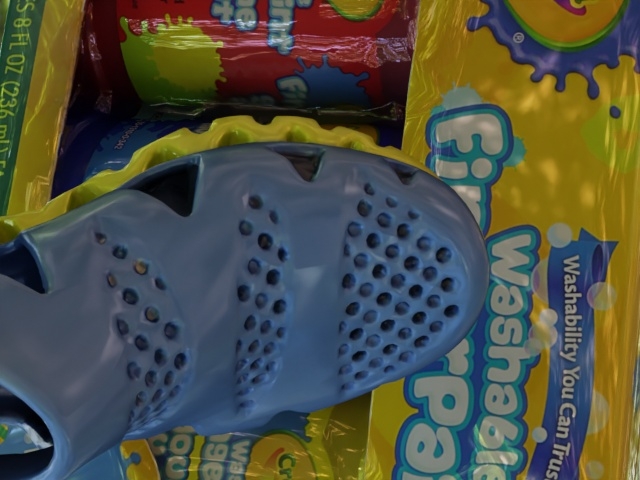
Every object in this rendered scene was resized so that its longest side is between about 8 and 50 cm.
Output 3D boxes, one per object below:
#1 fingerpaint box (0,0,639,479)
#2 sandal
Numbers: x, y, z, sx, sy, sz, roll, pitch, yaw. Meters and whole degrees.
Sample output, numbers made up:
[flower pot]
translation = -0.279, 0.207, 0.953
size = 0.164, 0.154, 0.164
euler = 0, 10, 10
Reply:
[fingerpaint box]
translation = 0.000, 0.000, 0.734
size = 0.371, 0.444, 0.163
euler = 4, 169, 19
[sandal]
translation = -0.090, 0.040, 0.450
size = 0.317, 0.126, 0.138
euler = -10, -154, -9
